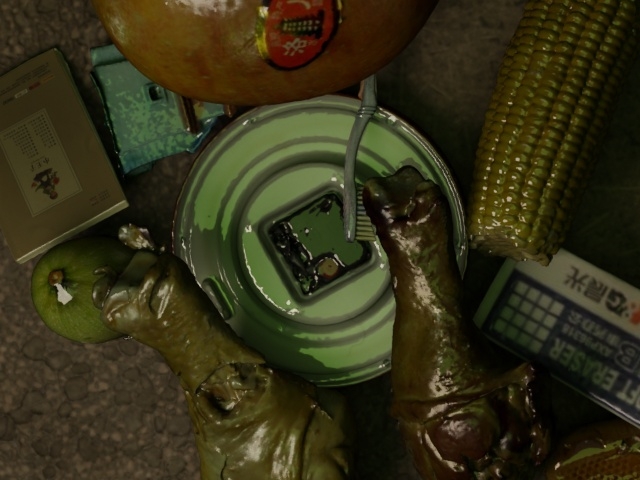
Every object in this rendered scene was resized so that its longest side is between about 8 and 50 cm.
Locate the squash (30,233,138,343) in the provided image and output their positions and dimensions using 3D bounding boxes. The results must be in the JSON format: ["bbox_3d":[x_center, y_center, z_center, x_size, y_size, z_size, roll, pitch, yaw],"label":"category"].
[{"bbox_3d":[-0.240,0.048,1.769,0.123,0.186,0.123,0,88,7],"label":"squash"}]

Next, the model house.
[{"bbox_3d":[-0.156,-0.147,1.785,0.148,0.119,0.148,-13,91,-2],"label":"model house"}]

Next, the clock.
[{"bbox_3d":[0.000,0.000,1.796,0.318,0.080,0.319,0,94,5],"label":"clock"}]

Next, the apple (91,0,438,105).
[{"bbox_3d":[-0.055,-0.317,1.644,0.400,0.333,0.400,-3,60,5],"label":"apple"}]

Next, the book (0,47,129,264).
[{"bbox_3d":[-0.301,-0.091,1.813,0.138,0.016,0.199,-28,73,6],"label":"book"}]

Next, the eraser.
[{"bbox_3d":[0.304,0.107,1.740,0.279,0.081,0.124,31,95,21],"label":"eraser"}]

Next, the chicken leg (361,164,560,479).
[{"bbox_3d":[0.139,0.118,1.689,0.211,0.140,0.361,13,124,41],"label":"chicken leg"}]

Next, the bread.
[{"bbox_3d":[0.326,0.238,1.791,0.189,0.077,0.114,3,112,3],"label":"bread"}]

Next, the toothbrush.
[{"bbox_3d":[0.049,-0.181,1.762,0.037,0.028,0.375,4,80,-7],"label":"toothbrush"}]

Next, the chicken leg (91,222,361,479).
[{"bbox_3d":[-0.092,0.165,1.732,0.201,0.153,0.429,-30,115,9],"label":"chicken leg"}]

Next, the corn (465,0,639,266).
[{"bbox_3d":[0.239,-0.142,1.714,0.131,0.131,0.344,20,81,3],"label":"corn"}]
